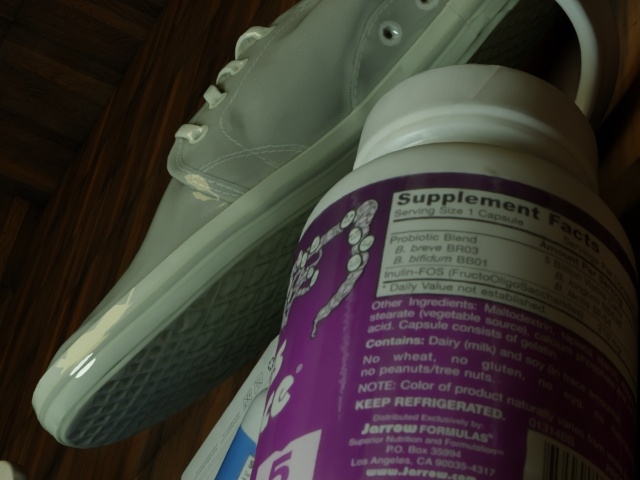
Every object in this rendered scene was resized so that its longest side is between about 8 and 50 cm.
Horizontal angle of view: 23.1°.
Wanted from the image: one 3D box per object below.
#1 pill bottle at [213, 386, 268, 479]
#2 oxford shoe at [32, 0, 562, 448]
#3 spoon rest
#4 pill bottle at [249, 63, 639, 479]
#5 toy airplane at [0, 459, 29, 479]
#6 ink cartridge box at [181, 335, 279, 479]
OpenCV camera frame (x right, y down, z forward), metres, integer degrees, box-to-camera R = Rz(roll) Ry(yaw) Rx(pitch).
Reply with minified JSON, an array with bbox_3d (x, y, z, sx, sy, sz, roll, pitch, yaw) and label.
[{"bbox_3d":[-0.003,0.157,0.878,0.221,0.124,0.124,-64,15,1],"label":"pill bottle"},{"bbox_3d":[-0.020,-0.058,0.957,0.449,0.130,0.169,-48,-14,-12],"label":"oxford shoe"},{"bbox_3d":[0.092,-0.037,0.925,0.137,0.084,0.276,-30,-26,-55],"label":"spoon rest"},{"bbox_3d":[0.061,0.063,0.719,0.169,0.169,0.301,-50,21,44],"label":"pill bottle"},{"bbox_3d":[-0.406,0.446,1.504,0.384,0.272,0.386,-51,20,41],"label":"toy airplane"},{"bbox_3d":[-0.044,0.185,1.119,0.223,0.045,0.224,-56,19,32],"label":"ink cartridge box"}]
